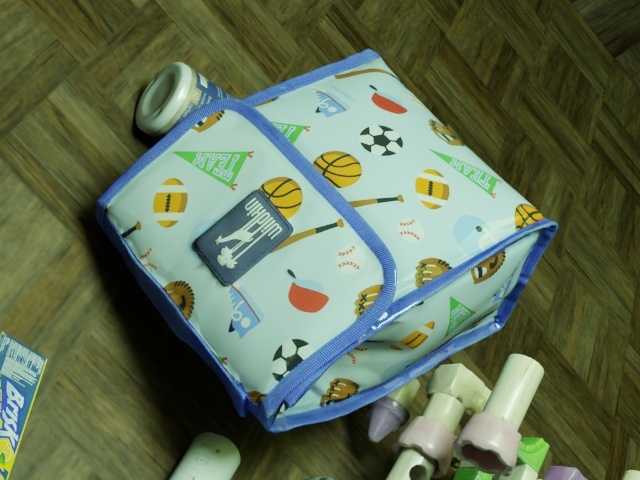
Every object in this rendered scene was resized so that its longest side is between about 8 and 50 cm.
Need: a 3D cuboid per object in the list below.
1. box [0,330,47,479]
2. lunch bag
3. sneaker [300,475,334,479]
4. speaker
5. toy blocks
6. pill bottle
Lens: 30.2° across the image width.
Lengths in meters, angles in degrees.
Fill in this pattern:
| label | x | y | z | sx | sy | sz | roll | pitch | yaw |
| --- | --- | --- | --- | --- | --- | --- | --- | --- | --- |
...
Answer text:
| label | x | y | z | sx | sy | sz | roll | pitch | yaw |
| --- | --- | --- | --- | --- | --- | --- | --- | --- | --- |
| box | -0.296 | 0.168 | 1.035 | 0.054 | 0.059 | 0.169 | 37 | 41 | -27 |
| lunch bag | 0.000 | 0.000 | 1.275 | 0.385 | 0.239 | 0.328 | -25 | 59 | -31 |
| sneaker | -0.030 | 0.364 | 1.210 | 0.106 | 0.101 | 0.267 | 56 | 39 | -30 |
| speaker | -0.130 | 0.254 | 1.180 | 0.055 | 0.055 | 0.136 | 50 | 36 | -13 |
| toy blocks | 0.163 | 0.317 | 1.335 | 0.288 | 0.309 | 0.260 | 43 | 61 | -22 |
| pill bottle | -0.129 | -0.132 | 1.425 | 0.169 | 0.094 | 0.094 | 32 | 43 | -33 |
